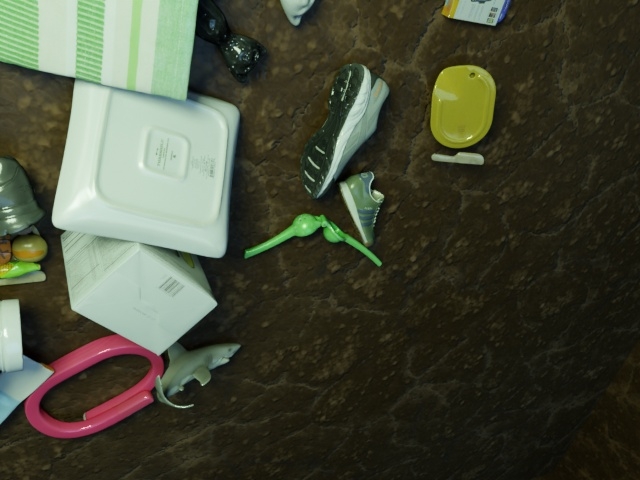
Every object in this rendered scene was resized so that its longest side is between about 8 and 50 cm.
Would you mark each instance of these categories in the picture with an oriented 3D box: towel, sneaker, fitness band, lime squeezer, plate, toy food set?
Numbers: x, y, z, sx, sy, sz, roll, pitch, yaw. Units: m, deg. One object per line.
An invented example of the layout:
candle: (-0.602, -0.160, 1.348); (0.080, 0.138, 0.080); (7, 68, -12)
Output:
towel: (-0.324, -0.335, 0.760); (0.324, 0.038, 0.248); (9, 121, -12)
sneaker: (-0.572, -0.055, 0.870); (0.286, 0.109, 0.130); (-14, 107, -12)
sneaker: (0.048, -0.194, 1.107); (0.107, 0.100, 0.272); (8, 120, -40)
fitness band: (-0.474, 0.309, 1.235); (0.290, 0.054, 0.209); (-29, 131, -8)
sneaker: (0.104, -0.068, 1.255); (0.086, 0.064, 0.192); (-28, 130, -1)
lime squeezer: (0.000, 0.000, 1.233); (0.310, 0.059, 0.110); (4, 103, -17)
plate: (-0.248, -0.130, 0.904); (0.277, 0.045, 0.278); (14, 73, -36)
toy food set: (-0.532, 0.009, 0.973); (0.132, 0.038, 0.192); (-7, 127, -25)
toy food set: (0.289, -0.269, 1.212); (0.128, 0.071, 0.218); (-2, 127, 1)

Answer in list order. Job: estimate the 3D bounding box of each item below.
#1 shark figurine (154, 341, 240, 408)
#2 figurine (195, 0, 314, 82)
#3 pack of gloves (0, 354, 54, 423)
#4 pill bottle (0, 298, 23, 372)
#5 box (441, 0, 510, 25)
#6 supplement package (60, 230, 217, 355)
shark figurine: (-0.309, 0.272, 1.245); (0.166, 0.278, 0.116); (-18, 96, 22)
figurine: (-0.112, -0.375, 0.892); (0.215, 0.092, 0.209); (-43, 141, 6)
pack of gloves: (-0.670, 0.271, 1.111); (0.232, 0.046, 0.195); (-43, 121, 4)
pill bottle: (-0.660, 0.172, 0.930); (0.322, 0.181, 0.182); (-4, 126, -28)
box: (0.300, -0.455, 1.094); (0.136, 0.028, 0.081); (-4, 126, -30)
supplement package: (-0.318, 0.051, 1.014); (0.149, 0.203, 0.194); (-40, 134, 4)
